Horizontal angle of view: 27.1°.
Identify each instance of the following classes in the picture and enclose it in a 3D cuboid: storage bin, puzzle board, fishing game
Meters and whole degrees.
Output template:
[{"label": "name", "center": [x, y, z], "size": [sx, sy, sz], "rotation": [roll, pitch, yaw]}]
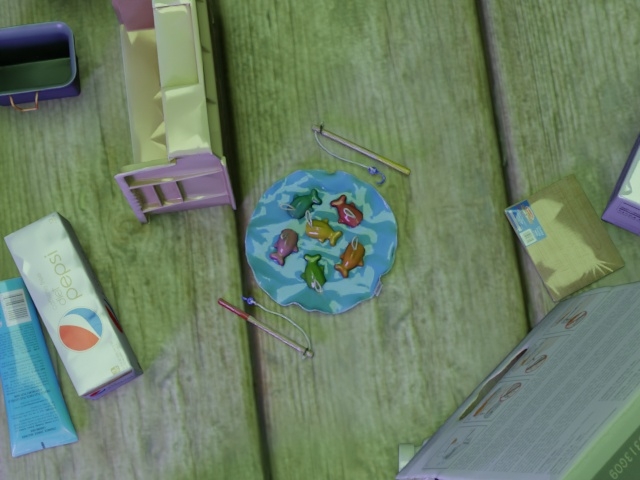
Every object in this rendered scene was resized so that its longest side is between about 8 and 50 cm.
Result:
[{"label": "storage bin", "center": [-0.177, -0.178, 1.534], "size": [0.123, 0.260, 0.262], "rotation": [-7, 79, -2]}, {"label": "puzzle board", "center": [0.292, -0.003, 1.596], "size": [0.096, 0.011, 0.128], "rotation": [-28, 78, -1]}, {"label": "fishing game", "center": [0.000, 0.000, 1.599], "size": [0.189, 0.041, 0.264], "rotation": [31, 83, 11]}, {"label": "storage bin", "center": [-0.356, -0.203, 1.632], "size": [0.135, 0.091, 0.098], "rotation": [-8, 79, 3]}]

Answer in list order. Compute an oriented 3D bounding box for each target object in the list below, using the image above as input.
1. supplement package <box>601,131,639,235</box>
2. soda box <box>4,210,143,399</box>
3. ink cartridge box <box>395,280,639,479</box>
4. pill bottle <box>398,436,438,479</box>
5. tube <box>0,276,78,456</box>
[{"label": "supplement package", "center": [0.491, -0.073, 1.528], "size": [0.261, 0.145, 0.204], "rotation": [25, 82, 7]}, {"label": "soda box", "center": [-0.294, 0.078, 1.587], "size": [0.074, 0.069, 0.216], "rotation": [-28, 79, -2]}, {"label": "ink cartridge box", "center": [0.268, 0.169, 1.362], "size": [0.308, 0.385, 0.091], "rotation": [-43, 96, -20]}, {"label": "pill bottle", "center": [0.150, 0.259, 1.526], "size": [0.120, 0.067, 0.067], "rotation": [1, 79, 3]}, {"label": "tube", "center": [-0.354, 0.149, 1.591], "size": [0.080, 0.052, 0.207], "rotation": [-15, 84, 5]}]
